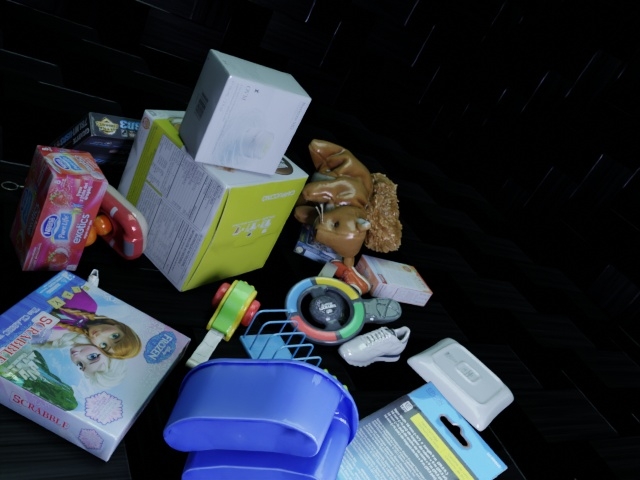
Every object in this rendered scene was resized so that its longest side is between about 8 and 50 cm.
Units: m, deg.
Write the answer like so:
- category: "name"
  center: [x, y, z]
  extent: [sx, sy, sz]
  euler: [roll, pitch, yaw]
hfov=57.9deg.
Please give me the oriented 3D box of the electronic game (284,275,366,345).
- category: "electronic game"
  center: [0.013, 0.189, 1.594]
  extent: [0.229, 0.048, 0.229]
  euler: [7, 46, -7]

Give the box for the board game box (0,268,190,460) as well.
- category: "board game box"
  center: [-0.460, 0.221, 1.120]
  extent: [0.317, 0.066, 0.319]
  euler: [29, 26, -2]

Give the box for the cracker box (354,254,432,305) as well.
- category: "cracker box"
  center: [0.248, 0.137, 1.978]
  extent: [0.232, 0.067, 0.156]
  euler: [14, 28, -29]

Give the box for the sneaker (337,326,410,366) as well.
- category: "sneaker"
  center: [0.147, 0.281, 1.591]
  extent: [0.235, 0.095, 0.090]
  euler: [-1, 41, -41]

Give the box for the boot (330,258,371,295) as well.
- category: "boot"
  center: [0.085, 0.121, 1.858]
  extent: [0.158, 0.059, 0.084]
  euler: [37, 32, 13]

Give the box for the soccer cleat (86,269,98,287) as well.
- category: "soccer cleat"
  center: [-0.519, 0.099, 1.312]
  extent: [0.029, 0.036, 0.083]
  euler: [18, 28, -22]

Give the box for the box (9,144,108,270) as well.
- category: "box"
  center: [-0.587, -0.066, 1.287]
  extent: [0.122, 0.257, 0.128]
  euler: [3, 36, -46]

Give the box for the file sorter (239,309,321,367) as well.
- category: "file sorter"
  center: [-0.093, 0.258, 1.380]
  extent: [0.118, 0.105, 0.170]
  euler: [5, 34, -41]

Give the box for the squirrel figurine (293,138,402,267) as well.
- category: "squirrel figurine"
  center: [0.116, -0.093, 1.912]
  extent: [0.396, 0.281, 0.371]
  euler: [11, 35, -20]

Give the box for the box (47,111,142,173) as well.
- category: "box"
  center: [-0.580, -0.263, 1.641]
  extent: [0.295, 0.293, 0.074]
  euler: [-2, 78, -49]

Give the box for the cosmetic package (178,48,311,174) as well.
- category: "cosmetic package"
  center: [-0.181, -0.295, 1.374]
  extent: [0.224, 0.224, 0.138]
  euler: [5, 37, -39]

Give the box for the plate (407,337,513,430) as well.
- category: "plate"
  center: [0.427, 0.403, 1.711]
  extent: [0.278, 0.045, 0.277]
  euler: [42, 29, 25]

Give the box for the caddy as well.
- category: "caddy"
  center: [-0.106, 0.327, 1.027]
  extent: [0.341, 0.242, 0.179]
  euler: [-3, 28, 14]

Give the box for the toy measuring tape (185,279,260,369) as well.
- category: "toy measuring tape"
  center: [-0.223, 0.180, 1.378]
  extent: [0.121, 0.121, 0.330]
  euler: [30, 26, 1]

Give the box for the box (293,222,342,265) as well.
- category: "box"
  center: [0.000, 0.000, 1.998]
  extent: [0.159, 0.044, 0.233]
  euler: [25, 26, -7]

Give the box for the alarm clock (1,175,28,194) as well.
- category: "alarm clock"
  center: [-0.719, -0.131, 1.499]
  extent: [0.192, 0.064, 0.129]
  euler: [5, 35, -35]

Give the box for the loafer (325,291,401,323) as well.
- category: "loafer"
  center: [0.101, 0.213, 1.700]
  extent: [0.267, 0.084, 0.096]
  euler: [7, 58, -13]

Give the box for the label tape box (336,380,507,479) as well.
- category: "label tape box"
  center: [0.167, 0.464, 1.162]
  extent: [0.333, 0.106, 0.241]
  euler: [-18, 50, -32]

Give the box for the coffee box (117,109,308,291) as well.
- category: "coffee box"
  center: [-0.302, -0.119, 1.574]
  extent: [0.334, 0.338, 0.337]
  euler: [41, 29, 21]

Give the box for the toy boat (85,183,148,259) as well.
- category: "toy boat"
  center: [-0.546, -0.037, 1.429]
  extent: [0.231, 0.151, 0.151]
  euler: [38, 46, 18]

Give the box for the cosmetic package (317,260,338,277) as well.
- category: "cosmetic package"
  center: [0.012, 0.116, 1.788]
  extent: [0.041, 0.060, 0.115]
  euler: [30, 25, 3]

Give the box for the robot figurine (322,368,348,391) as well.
- category: "robot figurine"
  center: [0.014, 0.355, 1.328]
  extent: [0.067, 0.101, 0.115]
  euler: [89, -15, -79]
